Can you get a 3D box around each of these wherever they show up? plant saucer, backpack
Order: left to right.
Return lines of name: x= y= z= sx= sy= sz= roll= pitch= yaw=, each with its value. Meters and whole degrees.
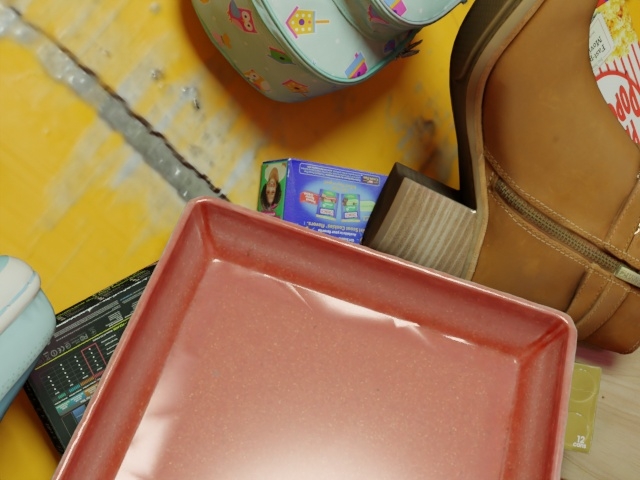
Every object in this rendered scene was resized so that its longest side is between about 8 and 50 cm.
plant saucer: x=0.001 y=0.120 z=0.455 sx=0.258 sy=0.048 sz=0.259 roll=18 pitch=57 yaw=2
backpack: x=0.010 y=-0.190 z=0.541 sx=0.188 sy=0.144 sz=0.166 roll=-46 pitch=118 yaw=-21

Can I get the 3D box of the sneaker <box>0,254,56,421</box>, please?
sneaker: x=-0.198 y=0.180 z=0.419 sx=0.208 sy=0.127 sz=0.319 roll=41 pitch=79 yaw=-24

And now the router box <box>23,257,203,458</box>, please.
router box: x=-0.125 y=0.077 z=0.513 sx=0.122 sy=0.038 sz=0.092 roll=-29 pitch=104 yaw=-29

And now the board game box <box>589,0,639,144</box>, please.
board game box: x=0.247 y=-0.128 z=0.747 sx=0.146 sy=0.045 sz=0.194 roll=-35 pitch=108 yaw=-27

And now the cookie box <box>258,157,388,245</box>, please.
cookie box: x=0.000 y=0.000 z=0.592 sx=0.091 sy=0.040 sz=0.107 roll=7 pitch=86 yaw=-33

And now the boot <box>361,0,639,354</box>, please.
boot: x=0.181 y=-0.059 z=0.537 sx=0.220 sy=0.109 sz=0.284 roll=23 pitch=107 yaw=-8

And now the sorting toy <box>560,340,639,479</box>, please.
sorting toy: x=0.225 y=0.065 z=0.660 sx=0.257 sy=0.089 sz=0.256 roll=19 pitch=83 yaw=-1

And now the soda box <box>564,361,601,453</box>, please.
soda box: x=0.100 y=0.101 z=0.573 sx=0.181 sy=0.058 sz=0.061 roll=11 pitch=84 yaw=-3
